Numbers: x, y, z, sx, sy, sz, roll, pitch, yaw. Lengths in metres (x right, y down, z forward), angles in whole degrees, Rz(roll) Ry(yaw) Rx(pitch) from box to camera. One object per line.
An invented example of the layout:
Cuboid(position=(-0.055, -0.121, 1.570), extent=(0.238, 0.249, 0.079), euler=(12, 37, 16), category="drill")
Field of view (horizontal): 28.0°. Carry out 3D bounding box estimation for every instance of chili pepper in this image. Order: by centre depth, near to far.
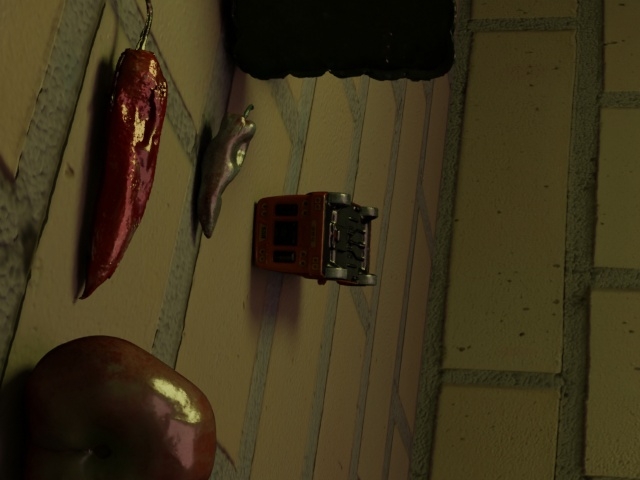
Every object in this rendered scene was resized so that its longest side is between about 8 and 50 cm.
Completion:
Cuboid(position=(-0.157, -0.079, 1.052), extent=(0.059, 0.050, 0.268), euler=(105, -8, -73), category="chili pepper")
Cuboid(position=(-0.101, -0.077, 1.321), extent=(0.050, 0.041, 0.153), euler=(38, 69, -50), category="chili pepper")

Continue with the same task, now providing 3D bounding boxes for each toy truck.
Cuboid(position=(0.000, 0.000, 1.621), extent=(0.252, 0.114, 0.108), euler=(18, 74, -75), category="toy truck")

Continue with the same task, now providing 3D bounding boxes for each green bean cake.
Cuboid(position=(0.024, -0.293, 1.378), extent=(0.132, 0.255, 0.241), euler=(-78, 165, -66), category="green bean cake")

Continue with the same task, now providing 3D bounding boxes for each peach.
Cuboid(position=(-0.156, 0.143, 0.940), extent=(0.152, 0.152, 0.152), euler=(2, 90, -77), category="peach")
